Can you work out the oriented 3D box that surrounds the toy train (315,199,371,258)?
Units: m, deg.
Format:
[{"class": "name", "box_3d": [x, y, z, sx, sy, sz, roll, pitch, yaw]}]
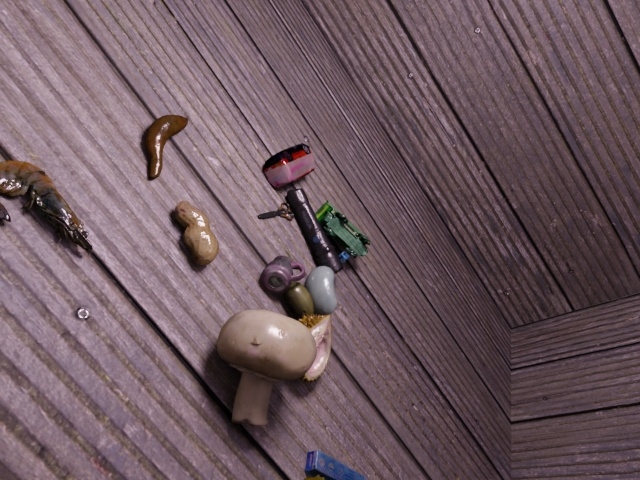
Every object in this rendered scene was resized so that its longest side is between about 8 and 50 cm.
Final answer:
[{"class": "toy train", "box_3d": [0.103, -0.046, 1.994, 0.301, 0.120, 0.202, 42, 5, -28]}]

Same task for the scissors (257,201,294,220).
[{"class": "scissors", "box_3d": [-0.191, -0.114, 1.796, 0.220, 0.017, 0.088, -18, 82, -55]}]

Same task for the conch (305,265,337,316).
[{"class": "conch", "box_3d": [-0.002, 0.208, 1.708, 0.121, 0.184, 0.221, 0, 43, -7]}]

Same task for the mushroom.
[{"class": "mushroom", "box_3d": [-0.171, 0.383, 1.277, 0.315, 0.315, 0.335, 24, 70, -43]}]

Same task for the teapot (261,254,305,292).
[{"class": "teapot", "box_3d": [-0.142, 0.111, 1.597, 0.116, 0.148, 0.146, 55, 21, -18]}]

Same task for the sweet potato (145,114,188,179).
[{"class": "sweet potato", "box_3d": [-0.535, -0.356, 1.452, 0.108, 0.079, 0.345, 50, 37, -39]}]

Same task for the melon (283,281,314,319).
[{"class": "melon", "box_3d": [-0.080, 0.235, 1.622, 0.162, 0.099, 0.099, 62, 33, -9]}]

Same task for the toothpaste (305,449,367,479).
[{"class": "toothpaste", "box_3d": [0.058, 0.803, 1.452, 0.272, 0.053, 0.066, 42, 34, -27]}]

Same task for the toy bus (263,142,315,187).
[{"class": "toy bus", "box_3d": [-0.133, -0.343, 1.939, 0.147, 0.128, 0.303, 63, 32, -8]}]

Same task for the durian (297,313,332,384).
[{"class": "durian", "box_3d": [-0.050, 0.388, 1.531, 0.183, 0.138, 0.249, 73, 29, -45]}]

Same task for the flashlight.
[{"class": "flashlight", "box_3d": [-0.028, -0.041, 1.883, 0.103, 0.103, 0.423, -20, 83, -56]}]

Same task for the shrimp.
[{"class": "shrimp", "box_3d": [-0.705, -0.069, 1.050, 0.296, 0.058, 0.169, 53, 42, -7]}]

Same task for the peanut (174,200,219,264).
[{"class": "peanut", "box_3d": [-0.404, -0.029, 1.389, 0.104, 0.086, 0.227, -14, 77, -45]}]

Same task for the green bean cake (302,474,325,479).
[{"class": "green bean cake", "box_3d": [0.037, 0.871, 1.309, 0.236, 0.124, 0.232, 38, 40, -31]}]

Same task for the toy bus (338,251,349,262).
[{"class": "toy bus", "box_3d": [0.091, 0.090, 1.970, 0.046, 0.083, 0.038, 49, 34, 1]}]
